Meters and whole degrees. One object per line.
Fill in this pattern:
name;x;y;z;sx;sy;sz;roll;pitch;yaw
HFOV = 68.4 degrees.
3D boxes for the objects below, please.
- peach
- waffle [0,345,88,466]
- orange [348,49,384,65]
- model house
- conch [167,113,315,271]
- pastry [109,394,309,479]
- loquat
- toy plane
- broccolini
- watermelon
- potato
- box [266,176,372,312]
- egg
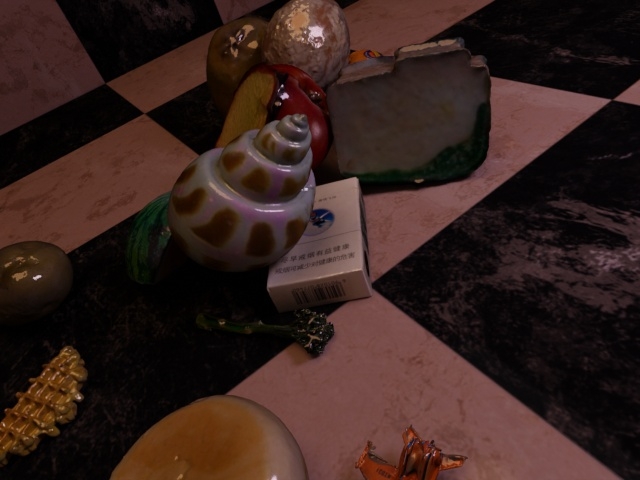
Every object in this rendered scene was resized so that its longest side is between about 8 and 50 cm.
peach;-0.100;-0.195;1.008;0.362;0.201;0.258;-50;40;32
waffle;-0.469;0.269;0.766;0.192;0.046;0.160;-32;42;-14
orange;0.103;-0.392;1.189;0.177;0.155;0.178;-17;46;18
model house;0.186;-0.283;0.978;0.298;0.243;0.284;-5;33;14
conch;-0.125;-0.069;0.777;0.367;0.197;0.249;-22;33;27
pastry;-0.129;0.297;0.509;0.264;0.133;0.265;-13;39;11
loquat;-0.182;-0.435;1.268;0.275;0.284;0.276;-7;65;15
toy plane;0.079;0.291;0.492;0.135;0.062;0.188;16;65;37
broccolini;-0.099;0.132;0.755;0.254;0.058;0.071;4;2;24
watermelon;-0.303;-0.015;0.902;0.231;0.128;0.146;-65;14;5
potato;-0.609;0.084;0.966;0.177;0.160;0.235;-25;24;-38
box;0.000;0.000;0.850;0.164;0.069;0.257;-12;40;12
egg;-0.032;-0.443;1.081;0.203;0.203;0.245;22;89;40
